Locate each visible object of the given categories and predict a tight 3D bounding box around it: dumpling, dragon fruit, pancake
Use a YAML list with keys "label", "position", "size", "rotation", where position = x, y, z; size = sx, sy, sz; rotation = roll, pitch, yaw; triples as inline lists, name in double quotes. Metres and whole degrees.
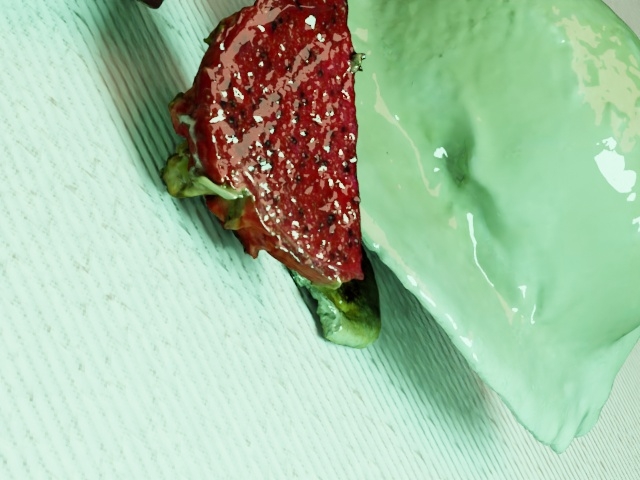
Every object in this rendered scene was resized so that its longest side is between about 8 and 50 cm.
- label: "dumpling"
  position: [0.110, -0.068, 0.976]
  size: [0.321, 0.212, 0.270]
  rotation: [51, 3, 27]
- label: "dragon fruit"
  position: [-0.040, -0.056, 0.808]
  size: [0.106, 0.083, 0.162]
  rotation: [4, 85, -44]
- label: "pancake"
  position: [0.001, 0.000, 0.911]
  size: [0.129, 0.022, 0.116]
  rotation: [64, 20, -5]

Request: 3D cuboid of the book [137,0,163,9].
- label: "book"
  position: [-0.065, -0.235, 0.786]
  size: [0.022, 0.232, 0.162]
  rotation: [40, 9, 28]
